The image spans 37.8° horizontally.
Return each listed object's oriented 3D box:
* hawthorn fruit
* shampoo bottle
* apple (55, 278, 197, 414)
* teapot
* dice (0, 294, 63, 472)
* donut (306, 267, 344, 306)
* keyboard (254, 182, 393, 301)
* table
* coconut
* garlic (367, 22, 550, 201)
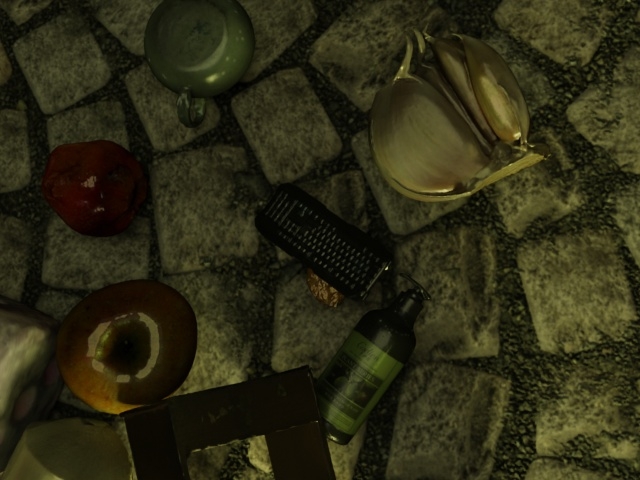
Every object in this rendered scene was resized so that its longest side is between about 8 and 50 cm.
[{"bbox_3d":[-0.391,-0.096,1.604,0.173,0.173,0.179,-45,78,2],"label":"hawthorn fruit"},{"bbox_3d":[0.081,0.188,1.501,0.101,0.101,0.284,36,89,13],"label":"shampoo bottle"},{"bbox_3d":[-0.319,0.172,1.543,0.237,0.207,0.237,0,88,-8],"label":"apple"},{"bbox_3d":[-0.207,-0.339,1.622,0.193,0.129,0.294,7,85,12],"label":"teapot"},{"bbox_3d":[-0.601,0.217,1.539,0.270,0.270,0.271,19,86,12],"label":"dice"},{"bbox_3d":[0.031,0.057,1.560,0.108,0.043,0.097,-29,77,8],"label":"donut"},{"bbox_3d":[0.000,0.000,1.549,0.262,0.016,0.106,36,90,31],"label":"keyboard"},{"bbox_3d":[-0.130,0.361,1.416,0.251,0.196,0.282,-9,80,-35],"label":"table"},{"bbox_3d":[-0.406,0.393,1.505,0.241,0.241,0.241,-2,82,10],"label":"coconut"},{"bbox_3d":[0.201,-0.186,1.461,0.210,0.237,0.292,-32,75,-39],"label":"garlic"}]
